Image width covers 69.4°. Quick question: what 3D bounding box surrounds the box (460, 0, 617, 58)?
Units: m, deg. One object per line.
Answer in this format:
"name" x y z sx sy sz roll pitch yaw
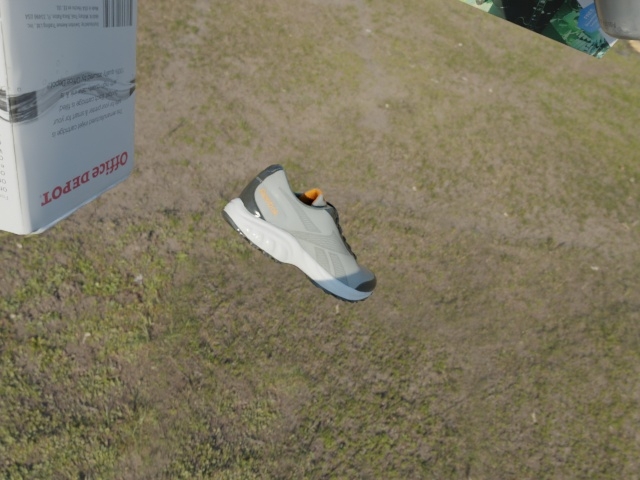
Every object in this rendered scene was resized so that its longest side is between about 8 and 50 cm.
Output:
"box" 0.418 -0.475 0.788 0.322 0.232 0.058 21 56 -3

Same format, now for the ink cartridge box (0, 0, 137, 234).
"ink cartridge box" -0.303 -0.194 0.486 0.129 0.307 0.223 14 27 2

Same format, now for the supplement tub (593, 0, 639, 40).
"supplement tub" 0.374 -0.410 0.481 0.338 0.207 0.207 55 37 -28

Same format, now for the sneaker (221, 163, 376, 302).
"sneaker" 0.000 0.000 0.628 0.272 0.108 0.100 36 2 -39
